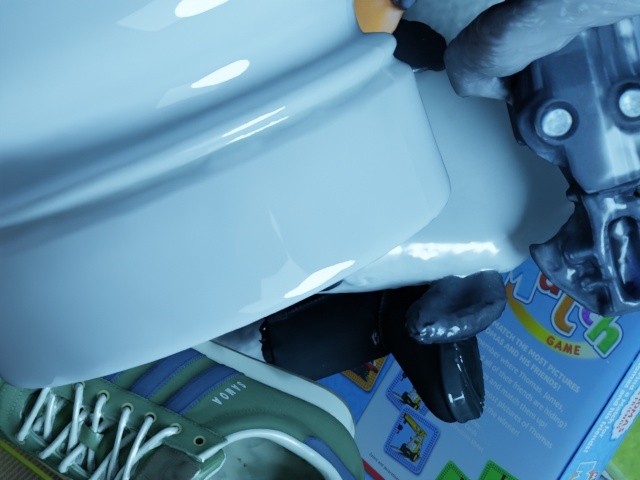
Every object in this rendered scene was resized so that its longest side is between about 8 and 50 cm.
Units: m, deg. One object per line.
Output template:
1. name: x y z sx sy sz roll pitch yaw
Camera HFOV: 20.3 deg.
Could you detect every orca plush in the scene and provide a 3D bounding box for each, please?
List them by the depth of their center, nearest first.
1. orca plush: 0.000 0.000 0.805 0.287 0.151 0.102 -29 170 -22

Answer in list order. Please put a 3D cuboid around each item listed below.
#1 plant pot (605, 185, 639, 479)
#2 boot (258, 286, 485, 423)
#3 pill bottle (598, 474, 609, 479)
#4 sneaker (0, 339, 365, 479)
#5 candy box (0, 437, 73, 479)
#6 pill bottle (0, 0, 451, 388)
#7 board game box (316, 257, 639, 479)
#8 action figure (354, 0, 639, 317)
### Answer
1. plant pot: 0.304 0.022 1.012 0.254 0.276 0.276 -39 142 -30
2. boot: 0.022 0.048 0.834 0.099 0.121 0.045 -16 130 12
3. pill bottle: 0.100 0.208 1.064 0.184 0.103 0.103 -18 132 -33
4. sneaker: -0.066 0.074 0.696 0.192 0.086 0.064 19 113 -19
5. candy box: -0.105 0.204 0.693 0.183 0.316 0.087 -36 141 -17
6. pill bottle: -0.078 -0.116 0.467 0.160 0.160 0.283 -27 101 -25
7. board game box: 0.072 0.072 0.882 0.039 0.160 0.211 12 112 -50
8. action figure: 0.056 -0.088 0.660 0.330 0.178 0.341 -25 105 -5
